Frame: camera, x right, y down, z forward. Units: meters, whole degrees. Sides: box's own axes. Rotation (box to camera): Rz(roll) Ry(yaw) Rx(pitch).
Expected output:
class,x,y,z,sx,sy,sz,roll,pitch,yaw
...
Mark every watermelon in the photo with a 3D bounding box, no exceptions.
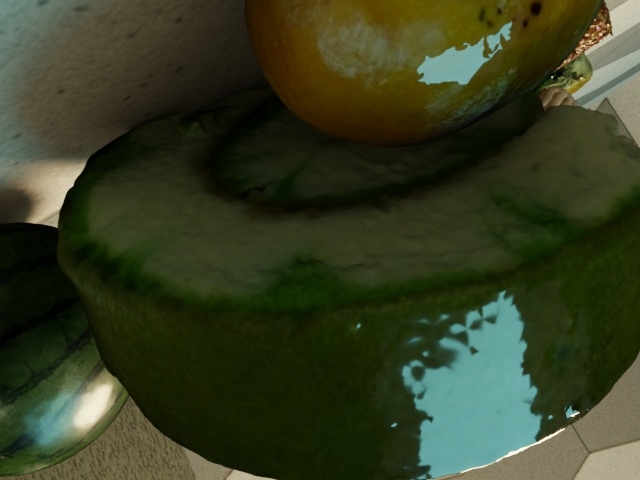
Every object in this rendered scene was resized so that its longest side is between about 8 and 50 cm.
class,x,y,z,sx,sy,sz,roll,pitch,yaw
watermelon,-0.239,0.087,0.578,0.214,0.188,0.188,-33,175,-11

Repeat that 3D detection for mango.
class,x,y,z,sx,sy,sz,roll,pitch,yaw
mango,0.070,-0.143,0.442,0.192,0.146,0.316,-21,-171,23

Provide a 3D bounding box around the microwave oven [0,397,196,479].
class,x,y,z,sx,sy,sz,roll,pitch,yaw
microwave oven,-0.407,0.342,1.065,0.236,0.375,0.432,-32,170,16

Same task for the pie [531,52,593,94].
class,x,y,z,sx,sy,sz,roll,pitch,yaw
pie,0.330,-0.236,1.424,0.371,0.078,0.296,-28,173,-20

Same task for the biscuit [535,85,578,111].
class,x,y,z,sx,sy,sz,roll,pitch,yaw
biscuit,0.247,-0.057,1.195,0.426,0.078,0.144,-51,-179,-14

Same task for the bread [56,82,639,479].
class,x,y,z,sx,sy,sz,roll,pitch,yaw
bread,0.030,-0.018,0.503,0.381,0.129,0.366,2,-149,19

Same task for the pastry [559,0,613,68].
class,x,y,z,sx,sy,sz,roll,pitch,yaw
pastry,0.358,-0.288,1.150,0.169,0.063,0.087,-35,176,29
